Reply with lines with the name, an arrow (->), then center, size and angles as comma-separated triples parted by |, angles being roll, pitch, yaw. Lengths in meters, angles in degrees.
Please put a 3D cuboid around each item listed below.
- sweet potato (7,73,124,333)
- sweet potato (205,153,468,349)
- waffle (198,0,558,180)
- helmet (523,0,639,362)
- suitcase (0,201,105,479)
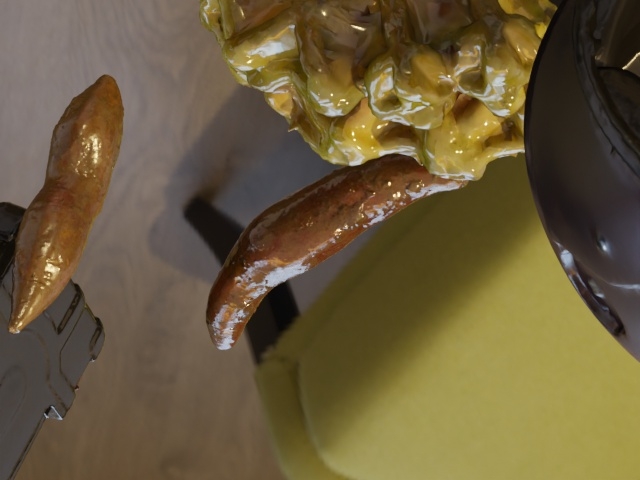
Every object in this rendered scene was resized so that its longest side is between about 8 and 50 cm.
sweet potato -> -0.192, -0.026, 1.157 | 0.051, 0.218, 0.065 | 10, 158, 14
sweet potato -> -0.009, -0.003, 1.103 | 0.255, 0.058, 0.078 | -37, 131, 25
waffle -> 0.062, -0.193, 0.884 | 0.261, 0.324, 0.151 | 5, 153, 23
helmet -> 0.174, -0.035, 0.575 | 0.189, 0.193, 0.216 | -29, 97, -9
suitcase -> -0.278, 0.132, 1.205 | 0.066, 0.285, 0.206 | 12, 150, 22
